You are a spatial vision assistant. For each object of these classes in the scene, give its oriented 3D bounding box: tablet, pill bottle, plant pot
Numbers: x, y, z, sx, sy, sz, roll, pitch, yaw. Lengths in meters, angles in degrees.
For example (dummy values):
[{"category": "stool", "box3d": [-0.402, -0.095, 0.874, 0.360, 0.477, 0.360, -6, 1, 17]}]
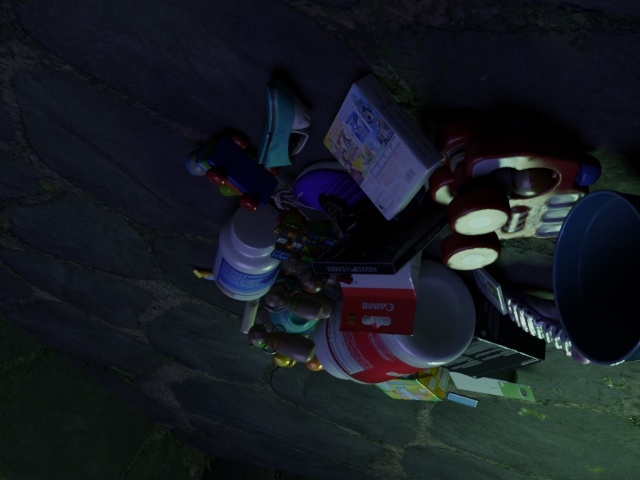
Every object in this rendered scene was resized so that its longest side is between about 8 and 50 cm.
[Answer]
[{"category": "tablet", "box3d": [0.407, 0.456, 2.633, 0.083, 0.006, 0.054, 15, 153, 10]}, {"category": "pill bottle", "box3d": [-0.153, 0.020, 2.025, 0.152, 0.152, 0.272, 22, 154, -3]}, {"category": "pill bottle", "box3d": [0.146, 0.198, 2.067, 0.229, 0.229, 0.407, 28, 154, -16]}, {"category": "plant pot", "box3d": [0.551, 0.057, 1.459, 0.255, 0.272, 0.272, 0, 159, -18]}]

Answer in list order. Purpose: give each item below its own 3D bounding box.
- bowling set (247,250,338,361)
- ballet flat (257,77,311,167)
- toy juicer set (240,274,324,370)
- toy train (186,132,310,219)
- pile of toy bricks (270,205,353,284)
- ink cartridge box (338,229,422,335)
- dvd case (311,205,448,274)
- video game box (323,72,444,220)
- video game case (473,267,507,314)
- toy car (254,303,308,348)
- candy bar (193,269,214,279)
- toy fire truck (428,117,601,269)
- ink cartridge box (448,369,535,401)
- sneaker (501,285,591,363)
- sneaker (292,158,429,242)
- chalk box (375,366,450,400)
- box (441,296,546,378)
[{"category": "bowling set", "box3d": [-0.047, 0.093, 1.961, 0.154, 0.287, 0.200, 17, 146, 16]}, {"category": "ballet flat", "box3d": [-0.061, -0.208, 1.621, 0.087, 0.083, 0.247, -2, 156, -9]}, {"category": "toy juicer set", "box3d": [-0.081, 0.201, 2.282, 0.329, 0.209, 0.089, 32, -175, -19]}, {"category": "toy train", "box3d": [-0.148, -0.107, 1.839, 0.248, 0.105, 0.143, 40, 159, -30]}, {"category": "pile of toy bricks", "box3d": [0.000, 0.000, 1.820, 0.212, 0.105, 0.118, 18, 146, -17]}, {"category": "ink cartridge box", "box3d": [0.112, 0.073, 1.855, 0.181, 0.225, 0.056, -1, 164, 36]}, {"category": "dvd case", "box3d": [0.120, -0.002, 1.713, 0.179, 0.238, 0.030, -1, 115, 38]}, {"category": "video game box", "box3d": [0.099, -0.152, 1.536, 0.187, 0.048, 0.205, 49, 155, 7]}, {"category": "video game case", "box3d": [0.351, 0.097, 1.915, 0.087, 0.011, 0.122, 49, 173, 36]}, {"category": "toy car", "box3d": [-0.116, 0.226, 2.415, 0.149, 0.155, 0.188, 25, 163, -10]}, {"category": "candy bar", "box3d": [-0.258, 0.095, 2.400, 0.161, 0.018, 0.040, 7, 151, 27]}, {"category": "toy fire truck", "box3d": [0.320, -0.082, 1.514, 0.253, 0.169, 0.302, -6, 152, -2]}, {"category": "ink cartridge box", "box3d": [0.440, 0.344, 2.327, 0.209, 0.062, 0.109, 7, 151, 25]}, {"category": "sneaker", "box3d": [0.484, 0.154, 1.903, 0.236, 0.104, 0.095, 32, 165, 30]}, {"category": "sneaker", "box3d": [0.054, -0.066, 1.713, 0.293, 0.146, 0.102, -1, 147, 37]}, {"category": "chalk box", "box3d": [0.215, 0.329, 2.382, 0.213, 0.132, 0.132, -5, 144, 43]}, {"category": "box", "box3d": [0.362, 0.228, 2.091, 0.184, 0.103, 0.261, 23, 155, -19]}]
